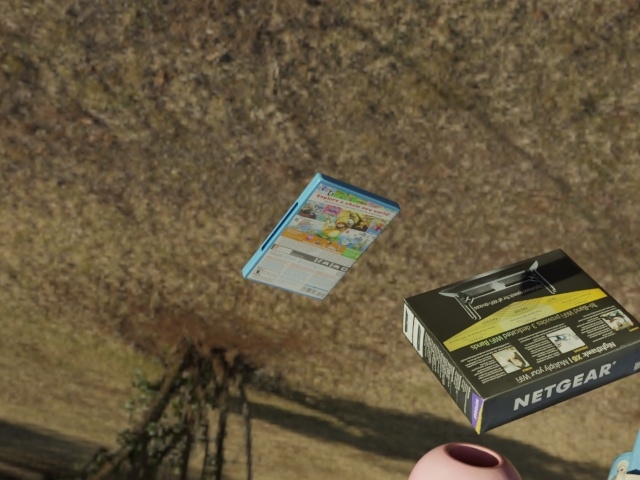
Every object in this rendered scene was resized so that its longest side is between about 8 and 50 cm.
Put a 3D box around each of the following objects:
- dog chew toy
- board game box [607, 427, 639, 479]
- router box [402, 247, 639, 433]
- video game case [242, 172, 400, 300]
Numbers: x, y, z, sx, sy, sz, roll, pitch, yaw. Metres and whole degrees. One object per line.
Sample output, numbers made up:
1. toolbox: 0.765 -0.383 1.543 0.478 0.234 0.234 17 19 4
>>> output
1. dog chew toy: 0.234 0.521 1.533 0.206 0.332 0.206 9 -170 -2
2. board game box: 0.282 0.273 0.539 0.390 0.050 0.390 26 147 5
3. router box: 0.320 0.148 1.421 0.309 0.243 0.081 -16 130 -17
4. video game case: 0.000 0.000 1.058 0.119 0.015 0.166 19 125 -32
